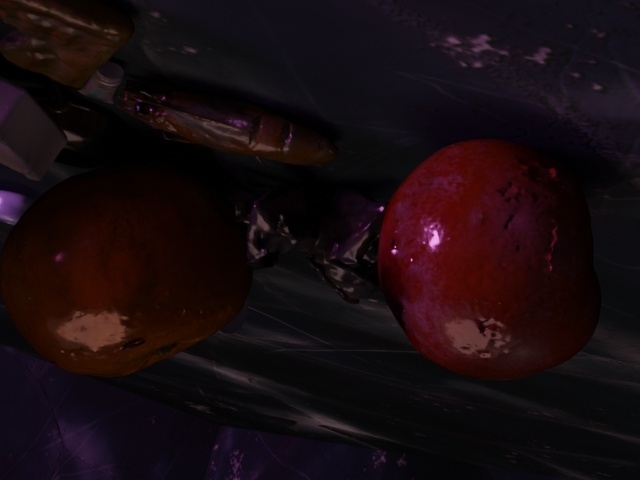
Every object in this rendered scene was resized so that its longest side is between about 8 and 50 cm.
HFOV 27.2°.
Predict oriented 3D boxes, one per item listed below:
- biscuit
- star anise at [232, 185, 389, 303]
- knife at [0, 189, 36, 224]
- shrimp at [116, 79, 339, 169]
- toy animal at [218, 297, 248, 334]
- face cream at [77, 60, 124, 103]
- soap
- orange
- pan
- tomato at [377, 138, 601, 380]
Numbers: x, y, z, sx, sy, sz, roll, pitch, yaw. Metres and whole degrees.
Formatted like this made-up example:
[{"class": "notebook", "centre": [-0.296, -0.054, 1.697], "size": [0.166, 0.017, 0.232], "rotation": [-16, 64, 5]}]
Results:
[{"class": "biscuit", "centre": [-0.256, -0.188, 1.132], "size": [0.174, 0.039, 0.183], "rotation": [19, 165, -16]}, {"class": "star anise", "centre": [-0.001, -0.001, 1.433], "size": [0.198, 0.111, 0.257], "rotation": [14, 172, 9]}, {"class": "knife", "centre": [-0.476, -0.043, 1.942], "size": [0.080, 0.044, 0.331], "rotation": [14, 174, -24]}, {"class": "shrimp", "centre": [-0.089, -0.104, 1.256], "size": [0.217, 0.051, 0.115], "rotation": [14, 168, -2]}, {"class": "toy animal", "centre": [-0.223, 0.073, 1.957], "size": [0.220, 0.104, 0.131], "rotation": [4, 163, 37]}, {"class": "face cream", "centre": [-0.209, -0.149, 1.268], "size": [0.038, 0.020, 0.115], "rotation": [18, 167, -14]}, {"class": "soap", "centre": [-0.351, -0.136, 1.302], "size": [0.183, 0.064, 0.121], "rotation": [27, 167, 17]}, {"class": "orange", "centre": [-0.215, 0.029, 1.487], "size": [0.283, 0.226, 0.284], "rotation": [-19, 173, -2]}, {"class": "pan", "centre": [-0.284, -0.124, 1.384], "size": [0.128, 0.048, 0.202], "rotation": [6, 164, 26]}, {"class": "tomato", "centre": [0.141, 0.017, 1.139], "size": [0.184, 0.208, 0.208], "rotation": [-9, 158, 17]}]
